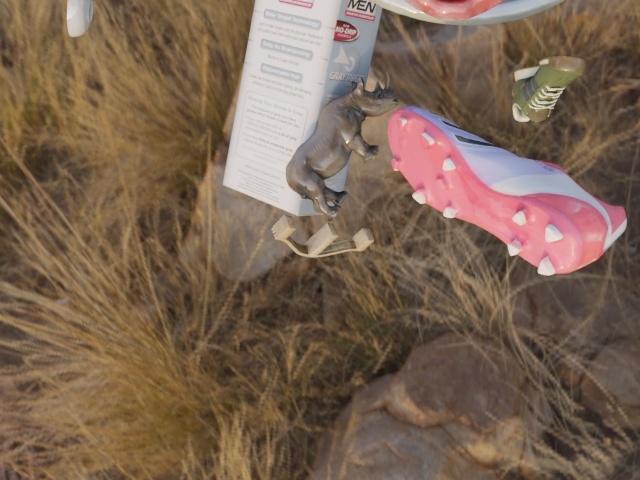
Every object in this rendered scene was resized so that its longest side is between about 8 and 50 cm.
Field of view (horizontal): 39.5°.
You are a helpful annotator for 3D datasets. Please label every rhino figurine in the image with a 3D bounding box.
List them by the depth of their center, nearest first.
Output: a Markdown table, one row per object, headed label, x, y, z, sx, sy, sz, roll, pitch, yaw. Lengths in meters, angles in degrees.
| label | x | y | z | sx | sy | sz | roll | pitch | yaw |
| --- | --- | --- | --- | --- | --- | --- | --- | --- | --- |
| rhino figurine | 0.039 | -0.157 | 1.357 | 0.106 | 0.073 | 0.243 | 34 | 87 | -6 |

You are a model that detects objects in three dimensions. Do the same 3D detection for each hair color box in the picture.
| label | x | y | z | sx | sy | sz | roll | pitch | yaw |
| --- | --- | --- | --- | --- | --- | --- | --- | --- | --- |
| hair color box | -0.032 | -0.246 | 1.461 | 0.185 | 0.374 | 0.114 | 23 | 19 | 38 |

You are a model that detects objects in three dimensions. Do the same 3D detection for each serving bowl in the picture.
| label | x | y | z | sx | sy | sz | roll | pitch | yaw |
| --- | --- | --- | --- | --- | --- | --- | --- | --- | --- |
| serving bowl | -0.356 | -0.345 | 1.330 | 0.027 | 0.083 | 0.083 | 5 | 55 | -5 |

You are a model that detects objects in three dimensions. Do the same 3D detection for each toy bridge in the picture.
| label | x | y | z | sx | sy | sz | roll | pitch | yaw |
| --- | --- | --- | --- | --- | --- | --- | --- | --- | --- |
| toy bridge | 0.000 | 0.000 | 1.346 | 0.063 | 0.188 | 0.026 | -43 | 56 | 32 |

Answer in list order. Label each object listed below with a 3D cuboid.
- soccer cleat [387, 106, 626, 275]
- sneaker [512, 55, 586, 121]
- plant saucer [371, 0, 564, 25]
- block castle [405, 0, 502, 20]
| label | x | y | z | sx | sy | sz | roll | pitch | yaw |
| --- | --- | --- | --- | --- | --- | --- | --- | --- | --- |
| soccer cleat | 0.161 | -0.054 | 0.817 | 0.095 | 0.083 | 0.248 | -22 | 43 | -31 |
| sneaker | 0.342 | -0.222 | 1.350 | 0.064 | 0.192 | 0.086 | 8 | 91 | -10 |
| plant saucer | 0.165 | -0.408 | 1.092 | 0.401 | 0.100 | 0.400 | 0 | 67 | 0 |
| block castle | 0.019 | -0.368 | 0.446 | 0.303 | 0.453 | 0.213 | -41 | 17 | 29 |
